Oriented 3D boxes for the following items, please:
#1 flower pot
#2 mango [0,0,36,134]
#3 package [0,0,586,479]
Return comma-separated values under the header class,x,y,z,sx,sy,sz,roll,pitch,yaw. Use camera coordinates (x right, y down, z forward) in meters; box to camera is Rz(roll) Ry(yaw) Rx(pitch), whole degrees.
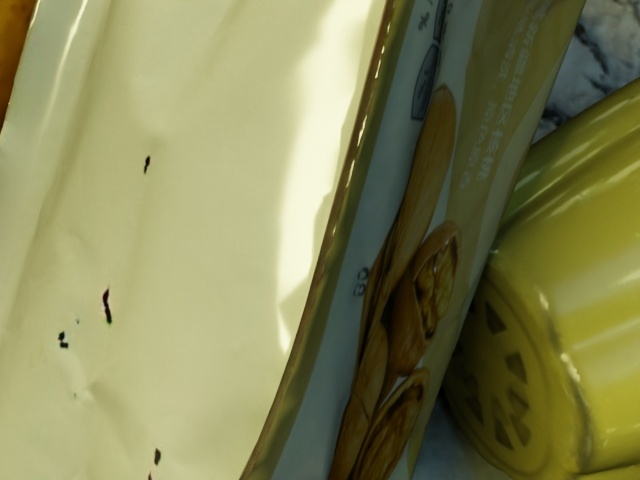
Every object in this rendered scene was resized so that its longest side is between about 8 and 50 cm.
class,x,y,z,sx,sy,sz,roll,pitch,yaw
flower pot,0.150,0.025,0.577,0.179,0.195,0.195,-22,86,-21
mango,-0.185,-0.097,0.430,0.199,0.201,0.350,17,75,3
package,-0.031,-0.011,0.435,0.165,0.221,0.311,21,100,19
